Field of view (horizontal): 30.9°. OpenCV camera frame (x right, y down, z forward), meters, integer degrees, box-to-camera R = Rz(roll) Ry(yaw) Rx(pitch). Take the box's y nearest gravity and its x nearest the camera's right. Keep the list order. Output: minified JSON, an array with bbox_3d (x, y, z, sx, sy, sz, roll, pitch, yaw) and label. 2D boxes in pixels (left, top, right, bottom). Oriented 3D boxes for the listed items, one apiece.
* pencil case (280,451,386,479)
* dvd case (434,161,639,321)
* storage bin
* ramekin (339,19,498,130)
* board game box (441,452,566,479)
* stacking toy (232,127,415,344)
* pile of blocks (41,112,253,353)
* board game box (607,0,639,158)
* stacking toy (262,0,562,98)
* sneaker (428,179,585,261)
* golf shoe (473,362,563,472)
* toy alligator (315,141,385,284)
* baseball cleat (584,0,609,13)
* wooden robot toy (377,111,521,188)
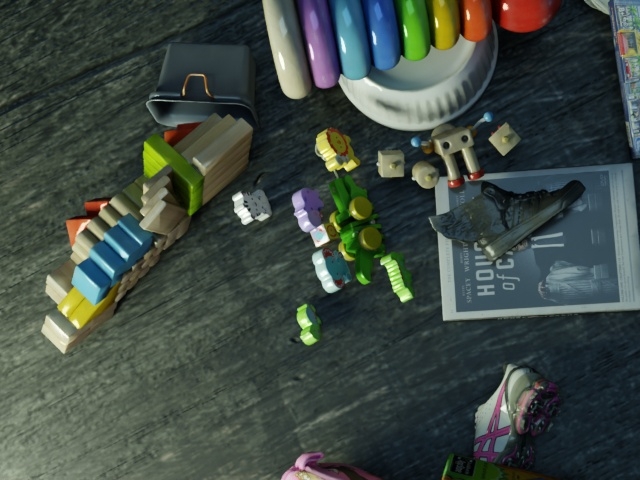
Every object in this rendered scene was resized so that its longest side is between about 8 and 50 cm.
[{"bbox_3d":[-0.014,0.440,1.317,0.160,0.167,0.386,16,84,43],"label":"pencil case"},{"bbox_3d":[0.261,0.003,1.395,0.239,0.029,0.179,-4,81,8],"label":"dvd case"},{"bbox_3d":[-0.143,-0.199,1.453,0.135,0.098,0.091,3,73,9],"label":"storage bin"},{"bbox_3d":[0.112,-0.244,1.409,0.207,0.109,0.207,-1,82,9],"label":"ramekin"},{"bbox_3d":[0.251,0.460,1.141,0.356,0.356,0.356,12,96,10],"label":"board game box"},{"bbox_3d":[0.000,0.000,1.384,0.167,0.052,0.221,-30,79,35],"label":"stacking toy"},{"bbox_3d":[-0.238,-0.033,1.413,0.113,0.149,0.362,42,91,11],"label":"pile of blocks"},{"bbox_3d":[0.451,-0.204,1.358,0.194,0.060,0.194,-10,95,8],"label":"board game box"},{"bbox_3d":[0.107,-0.259,1.294,0.330,0.141,0.141,-12,81,3],"label":"stacking toy"},{"bbox_3d":[0.220,-0.041,1.366,0.170,0.051,0.089,-37,83,5],"label":"sneaker"},{"bbox_3d":[0.214,0.234,1.363,0.086,0.067,0.186,34,102,51],"label":"golf shoe"},{"bbox_3d":[0.044,-0.040,1.424,0.051,0.056,0.189,-9,77,-35],"label":"toy alligator"},{"bbox_3d":[0.397,-0.319,1.406,0.206,0.072,0.109,12,98,14],"label":"baseball cleat"},{"bbox_3d":[0.151,-0.109,1.406,0.173,0.079,0.076,-19,109,-3],"label":"wooden robot toy"}]
